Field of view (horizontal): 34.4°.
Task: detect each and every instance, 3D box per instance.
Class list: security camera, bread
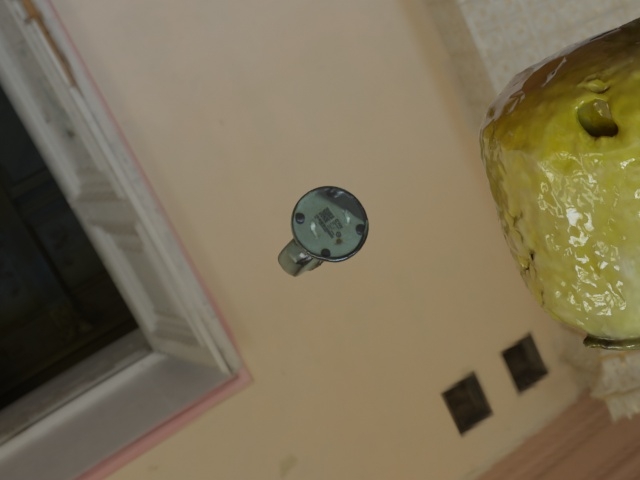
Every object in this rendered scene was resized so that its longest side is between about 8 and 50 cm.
[{"bbox_3d":[0.000,0.000,0.750,0.058,0.058,0.092,-31,172,-14],"label":"security camera"},{"bbox_3d":[0.193,-0.045,0.599,0.197,0.171,0.197,-13,-164,4],"label":"bread"}]
